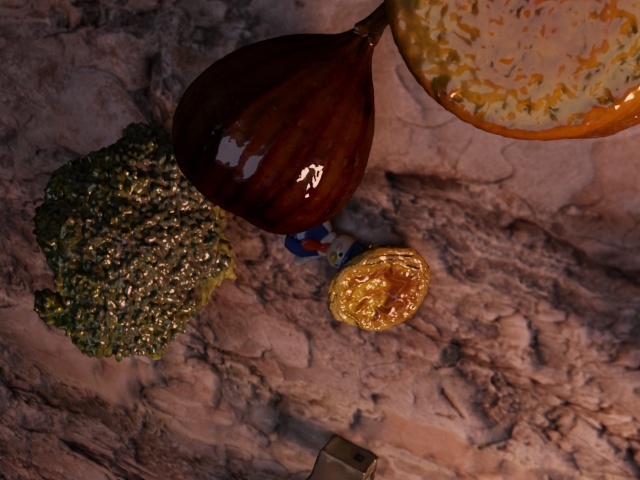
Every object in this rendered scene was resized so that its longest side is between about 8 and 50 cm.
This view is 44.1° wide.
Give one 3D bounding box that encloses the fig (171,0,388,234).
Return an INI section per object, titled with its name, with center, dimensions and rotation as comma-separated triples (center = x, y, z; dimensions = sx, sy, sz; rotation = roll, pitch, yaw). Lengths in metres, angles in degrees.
[fig]
center = -0.007, -0.168, 0.846
dimensions = 0.217, 0.217, 0.321
rotation = 42, 106, 8

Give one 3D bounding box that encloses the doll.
[doll]
center = 0.000, 0.000, 0.980
dimensions = 0.142, 0.057, 0.099
rotation = 29, 123, 11

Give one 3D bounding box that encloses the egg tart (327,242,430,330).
[egg tart]
center = 0.068, 0.049, 0.941
dimensions = 0.130, 0.052, 0.130
rotation = -7, 127, -10

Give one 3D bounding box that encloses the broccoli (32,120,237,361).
[broccoli]
center = -0.229, 0.012, 1.013
dimensions = 0.235, 0.260, 0.288
rotation = 38, 83, 26

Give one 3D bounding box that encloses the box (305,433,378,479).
[box]
center = 0.033, 0.320, 1.102
dimensions = 0.084, 0.060, 0.063
rotation = 23, 116, 22

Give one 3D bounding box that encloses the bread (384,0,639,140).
[bread]
center = 0.197, -0.224, 0.684
dimensions = 0.312, 0.172, 0.312
rotation = 11, 115, 25
